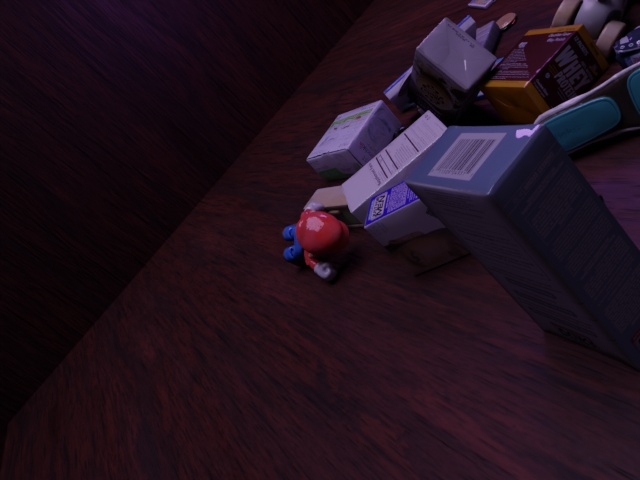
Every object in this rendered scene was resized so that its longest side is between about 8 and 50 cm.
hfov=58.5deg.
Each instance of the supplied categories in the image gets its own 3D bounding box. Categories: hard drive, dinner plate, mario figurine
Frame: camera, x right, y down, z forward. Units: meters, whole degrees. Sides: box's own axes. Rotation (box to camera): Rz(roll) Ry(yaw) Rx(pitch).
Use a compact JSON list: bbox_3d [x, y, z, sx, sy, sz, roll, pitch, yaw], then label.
[{"bbox_3d":[0.340,-0.538,1.760,0.319,0.040,0.210,-41,-5,15],"label":"hard drive"},{"bbox_3d":[0.259,-0.465,1.608,0.141,0.017,0.141,-49,-9,-10],"label":"dinner plate"},{"bbox_3d":[0.000,0.000,1.606,0.170,0.198,0.320,-37,8,-19],"label":"mario figurine"}]

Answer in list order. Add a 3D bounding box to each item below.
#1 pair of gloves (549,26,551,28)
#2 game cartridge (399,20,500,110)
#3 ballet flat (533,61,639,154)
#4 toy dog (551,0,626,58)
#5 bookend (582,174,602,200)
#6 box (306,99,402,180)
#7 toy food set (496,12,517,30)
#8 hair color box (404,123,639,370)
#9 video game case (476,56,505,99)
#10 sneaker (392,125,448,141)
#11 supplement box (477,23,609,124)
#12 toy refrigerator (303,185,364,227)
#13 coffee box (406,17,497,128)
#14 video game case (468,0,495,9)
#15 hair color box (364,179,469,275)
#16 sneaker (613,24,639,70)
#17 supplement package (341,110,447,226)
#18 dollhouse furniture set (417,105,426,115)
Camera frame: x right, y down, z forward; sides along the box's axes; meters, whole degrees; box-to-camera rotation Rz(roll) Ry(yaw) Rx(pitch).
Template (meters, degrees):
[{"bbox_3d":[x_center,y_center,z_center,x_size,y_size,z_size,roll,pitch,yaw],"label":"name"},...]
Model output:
[{"bbox_3d":[0.713,-0.613,1.534,0.159,0.023,0.198,-43,25,4],"label":"pair of gloves"},{"bbox_3d":[0.423,-0.579,1.919,0.355,0.068,0.230,-17,34,49],"label":"game cartridge"},{"bbox_3d":[0.598,-0.272,1.083,0.400,0.139,0.139,-17,37,50],"label":"ballet flat"},{"bbox_3d":[0.682,-0.588,1.334,0.161,0.220,0.333,88,-159,-60],"label":"toy dog"},{"bbox_3d":[0.415,-0.061,0.994,0.072,0.157,0.156,-19,36,46],"label":"bookend"},{"bbox_3d":[0.110,-0.339,1.972,0.262,0.127,0.231,-3,49,57],"label":"box"},{"bbox_3d":[0.604,-0.712,1.870,0.083,0.020,0.083,-13,40,52],"label":"toy food set"},{"bbox_3d":[0.308,0.008,0.789,0.113,0.374,0.185,-50,24,-7],"label":"hair color box"},{"bbox_3d":[0.511,-0.476,1.660,0.166,0.015,0.119,-55,25,-18],"label":"video game case"},{"bbox_3d":[0.236,-0.243,1.588,0.293,0.146,0.102,-27,30,36],"label":"sneaker"},{"bbox_3d":[0.525,-0.391,1.362,0.194,0.129,0.191,-47,24,-1],"label":"supplement box"},{"bbox_3d":[0.068,-0.096,1.691,0.094,0.102,0.269,-55,26,-19],"label":"toy refrigerator"},{"bbox_3d":[0.340,-0.433,1.532,0.119,0.168,0.297,-47,-9,-3],"label":"coffee box"},{"bbox_3d":[0.643,-0.930,2.150,0.143,0.019,0.157,-42,25,10],"label":"video game case"},{"bbox_3d":[0.281,-0.067,1.190,0.339,0.185,0.110,-27,32,38],"label":"hair color box"},{"bbox_3d":[0.685,-0.378,1.110,0.153,0.099,0.282,-35,19,13],"label":"sneaker"},{"bbox_3d":[0.225,-0.140,1.405,0.293,0.177,0.175,-41,25,14],"label":"supplement package"},{"bbox_3d":[0.300,-0.351,1.730,0.114,0.081,0.091,-45,24,3],"label":"dollhouse furniture set"}]
